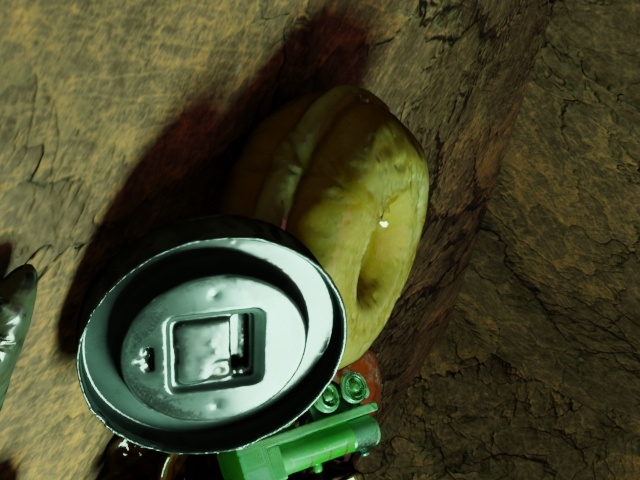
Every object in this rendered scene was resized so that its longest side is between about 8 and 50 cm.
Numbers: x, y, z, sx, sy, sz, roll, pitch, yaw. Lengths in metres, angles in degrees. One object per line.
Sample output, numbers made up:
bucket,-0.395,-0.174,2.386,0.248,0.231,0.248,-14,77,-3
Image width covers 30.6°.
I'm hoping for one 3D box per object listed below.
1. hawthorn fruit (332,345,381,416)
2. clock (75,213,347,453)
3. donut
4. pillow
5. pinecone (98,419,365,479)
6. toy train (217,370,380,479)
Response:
hawthorn fruit,-0.005,0.221,2.118,0.242,0.242,0.271,67,23,-72
clock,-0.124,0.111,1.330,0.061,0.313,0.312,-115,-138,-53
donut,0.000,0.000,1.564,0.449,0.198,0.448,16,90,-71
pillow,-0.325,0.131,1.098,0.241,0.051,0.093,-64,166,24
pinecone,-0.119,0.354,1.690,0.397,0.398,0.397,-54,165,-22
toy train,-0.027,0.253,1.537,0.251,0.119,0.085,-12,169,-34
